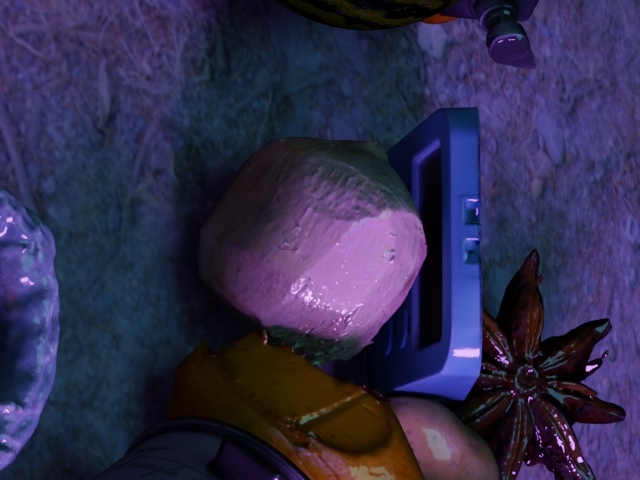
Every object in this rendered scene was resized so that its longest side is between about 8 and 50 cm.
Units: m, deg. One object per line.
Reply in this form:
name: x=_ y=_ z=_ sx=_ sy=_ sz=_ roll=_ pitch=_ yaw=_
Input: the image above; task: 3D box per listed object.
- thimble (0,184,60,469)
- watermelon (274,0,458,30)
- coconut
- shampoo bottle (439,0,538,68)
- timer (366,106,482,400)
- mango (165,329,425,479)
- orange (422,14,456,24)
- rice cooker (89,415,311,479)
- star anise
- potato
thimble: x=-0.277 y=0.058 z=1.223 sx=0.235 sy=0.143 sz=0.198 roll=-53 pitch=124 yaw=-42
watermelon: x=0.041 y=-0.323 z=1.586 sx=0.285 sy=0.285 sz=0.285 roll=13 pitch=73 yaw=-50
coconut: x=-0.002 y=-0.002 z=1.551 sx=0.194 sy=0.194 sz=0.194 roll=13 pitch=73 yaw=-50
shampoo bottle: x=0.145 y=-0.281 z=1.753 sx=0.098 sy=0.071 sz=0.309 roll=6 pitch=44 yaw=-19
timer: x=0.095 y=0.016 z=1.625 sx=0.250 sy=0.091 sz=0.231 roll=105 pitch=-14 yaw=-77
mango: x=-0.013 y=0.182 z=1.481 sx=0.252 sy=0.126 sz=0.154 roll=42 pitch=62 yaw=10
orange: x=0.113 y=-0.252 z=1.823 sx=0.083 sy=0.083 sz=0.083 roll=13 pitch=73 yaw=-50
rice cooker: x=-0.097 y=0.263 z=1.333 sx=0.227 sy=0.241 sz=0.280 roll=-32 pitch=148 yaw=-47
star anise: x=0.181 y=0.143 z=1.835 sx=0.272 sy=0.102 sz=0.272 roll=6 pitch=74 yaw=-23
potato: x=0.089 y=0.205 z=1.674 sx=0.118 sy=0.109 sz=0.178 roll=-51 pitch=133 yaw=7
